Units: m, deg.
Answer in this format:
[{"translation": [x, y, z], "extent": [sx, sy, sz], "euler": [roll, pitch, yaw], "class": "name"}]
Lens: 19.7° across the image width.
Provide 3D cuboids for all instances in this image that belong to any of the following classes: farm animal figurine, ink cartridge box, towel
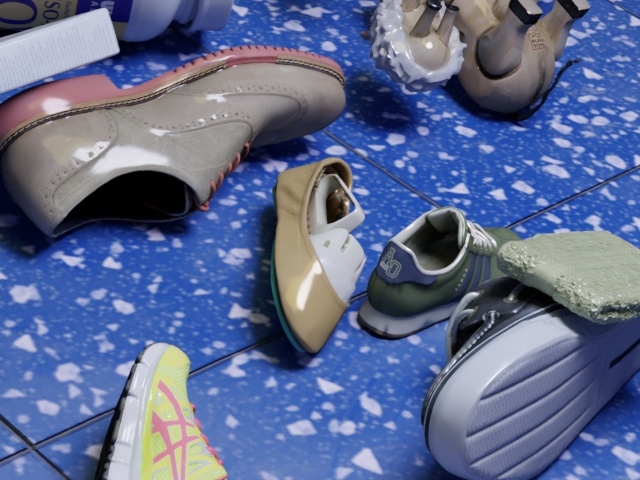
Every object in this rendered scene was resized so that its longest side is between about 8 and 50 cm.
[{"translation": [0.149, -0.246, 1.846], "extent": [0.330, 0.172, 0.326], "euler": [2, 46, -29], "class": "farm animal figurine"}, {"translation": [-0.315, -0.128, 1.510], "extent": [0.224, 0.045, 0.223], "euler": [-23, 11, -42], "class": "ink cartridge box"}, {"translation": [0.210, 0.027, 1.387], "extent": [0.110, 0.027, 0.148], "euler": [33, 25, 36], "class": "towel"}]

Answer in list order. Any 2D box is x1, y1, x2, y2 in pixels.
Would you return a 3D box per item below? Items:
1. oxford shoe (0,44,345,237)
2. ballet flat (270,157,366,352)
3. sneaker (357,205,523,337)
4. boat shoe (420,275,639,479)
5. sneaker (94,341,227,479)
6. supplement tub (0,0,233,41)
[{"translation": [-0.112, -0.073, 1.563], "extent": [0.348, 0.123, 0.130], "euler": [-15, 64, -31], "class": "oxford shoe"}, {"translation": [0.000, 0.000, 1.482], "extent": [0.073, 0.080, 0.232], "euler": [-26, 32, 13], "class": "ballet flat"}, {"translation": [0.111, 0.010, 1.507], "extent": [0.064, 0.086, 0.192], "euler": [35, 39, 30], "class": "sneaker"}, {"translation": [0.150, 0.089, 1.399], "extent": [0.119, 0.121, 0.335], "euler": [22, 23, 27], "class": "boat shoe"}, {"translation": [-0.102, 0.154, 1.245], "extent": [0.094, 0.081, 0.208], "euler": [16, 39, -8], "class": "sneaker"}, {"translation": [-0.248, -0.312, 1.730], "extent": [0.331, 0.241, 0.241], "euler": [4, 34, -12], "class": "supplement tub"}]
